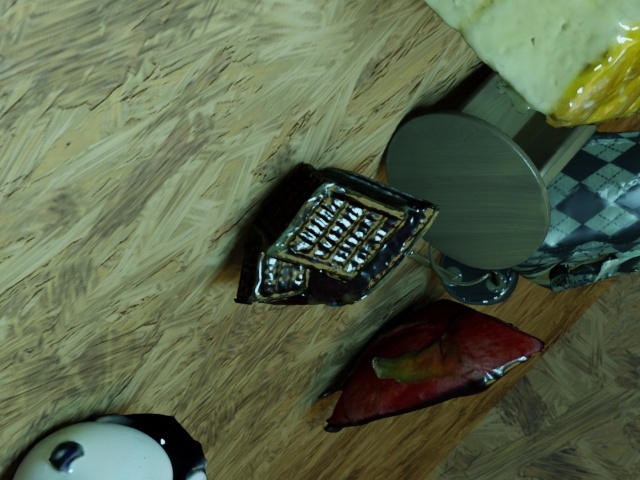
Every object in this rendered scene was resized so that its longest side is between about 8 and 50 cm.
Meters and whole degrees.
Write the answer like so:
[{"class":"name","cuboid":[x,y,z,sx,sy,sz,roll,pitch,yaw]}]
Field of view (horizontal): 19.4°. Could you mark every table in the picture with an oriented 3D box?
[{"class":"table","cuboid":[0.189,-0.104,1.743,0.227,0.167,0.167,-46,169,-39]}]

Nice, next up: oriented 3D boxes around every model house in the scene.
[{"class":"model house","cuboid":[-0.004,0.006,1.545,0.165,0.106,0.152,-53,167,11]}]

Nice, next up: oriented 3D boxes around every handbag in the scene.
[{"class":"handbag","cuboid":[0.367,-0.042,2.127,0.316,0.180,0.416,-8,173,12]}]

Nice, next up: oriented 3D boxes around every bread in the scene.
[{"class":"bread","cuboid":[0.216,-0.240,1.290,0.279,0.207,0.279,-54,163,24]}]

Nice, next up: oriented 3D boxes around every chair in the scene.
[{"class":"chair","cuboid":[0.165,0.019,2.128,0.095,0.104,0.221,-18,165,12]}]

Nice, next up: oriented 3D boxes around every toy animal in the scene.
[{"class":"toy animal","cuboid":[-0.186,0.227,1.577,0.166,0.138,0.179,-65,168,9]}]

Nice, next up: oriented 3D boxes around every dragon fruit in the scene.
[{"class":"dragon fruit","cuboid":[0.118,0.141,2.239,0.282,0.100,0.343,-29,-177,-3]}]
